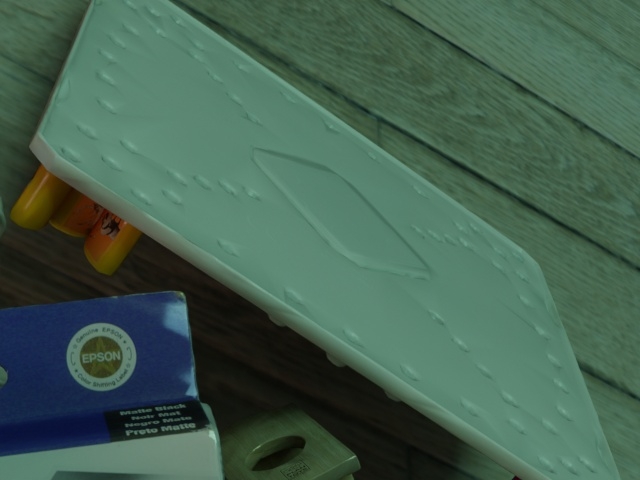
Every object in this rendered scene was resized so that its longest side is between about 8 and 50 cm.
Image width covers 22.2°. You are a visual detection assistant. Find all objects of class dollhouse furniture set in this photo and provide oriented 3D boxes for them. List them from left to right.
[{"bbox_3d":[-0.039,0.208,0.857,0.101,0.161,0.182,29,-37,65],"label":"dollhouse furniture set"}]

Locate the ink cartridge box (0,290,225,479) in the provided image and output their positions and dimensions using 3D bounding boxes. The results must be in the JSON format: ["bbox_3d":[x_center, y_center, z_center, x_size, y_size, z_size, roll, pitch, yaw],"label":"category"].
[{"bbox_3d":[-0.145,0.136,0.649,0.223,0.045,0.224,-7,80,-12],"label":"ink cartridge box"}]

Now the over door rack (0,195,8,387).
[{"bbox_3d":[-0.312,-0.008,0.765,0.324,0.108,0.239,4,49,-26],"label":"over door rack"}]

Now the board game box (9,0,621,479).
[{"bbox_3d":[0.000,0.000,1.020,0.390,0.050,0.390,34,17,-14],"label":"board game box"}]
